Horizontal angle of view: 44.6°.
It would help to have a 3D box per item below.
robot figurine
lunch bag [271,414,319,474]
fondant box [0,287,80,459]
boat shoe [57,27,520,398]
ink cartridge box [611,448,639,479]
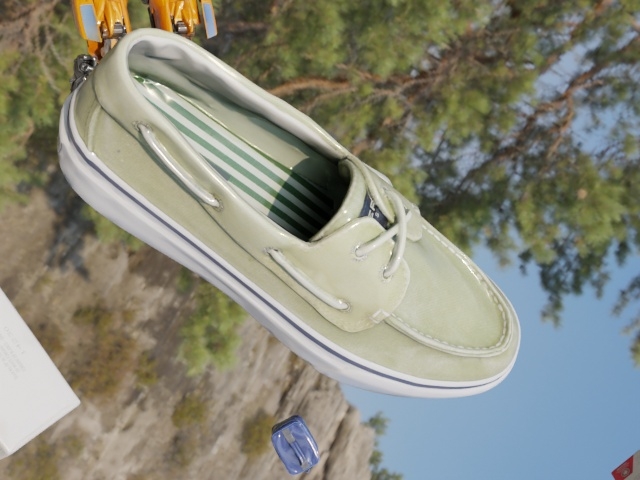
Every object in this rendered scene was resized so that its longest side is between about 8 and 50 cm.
[{"bbox_3d":[-0.215,-0.242,0.973,0.085,0.211,0.291,-16,-95,62],"label":"robot figurine"},{"bbox_3d":[-0.044,0.368,1.390,0.067,0.098,0.065,-30,-178,-1],"label":"lunch bag"},{"bbox_3d":[-0.436,0.145,0.865,0.330,0.238,0.096,-29,-173,44],"label":"fondant box"},{"bbox_3d":[0.000,0.000,0.426,0.094,0.302,0.109,-33,-147,57],"label":"boat shoe"},{"bbox_3d":[0.600,0.441,1.373,0.109,0.063,0.150,-45,-159,16],"label":"ink cartridge box"}]
